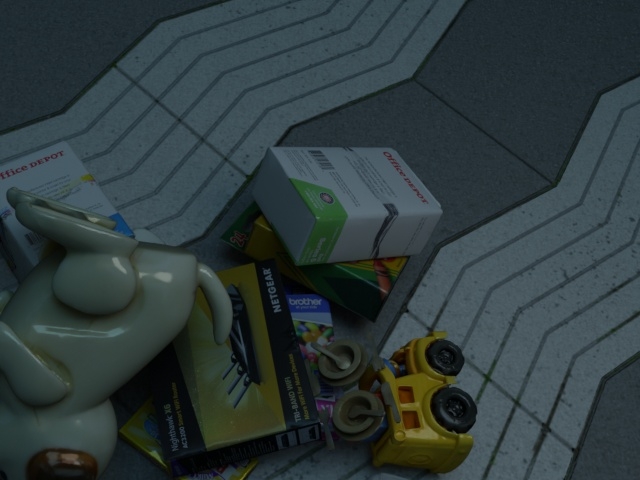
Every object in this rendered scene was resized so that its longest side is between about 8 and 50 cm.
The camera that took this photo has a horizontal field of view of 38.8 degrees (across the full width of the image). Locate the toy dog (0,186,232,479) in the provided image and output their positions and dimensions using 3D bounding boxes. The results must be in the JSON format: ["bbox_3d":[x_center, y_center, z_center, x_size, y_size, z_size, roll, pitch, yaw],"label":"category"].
[{"bbox_3d":[-0.363,0.168,1.322,0.395,0.285,0.407,21,91,-32],"label":"toy dog"}]

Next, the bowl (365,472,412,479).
[{"bbox_3d":[0.130,0.416,1.415,0.142,0.053,0.142,17,14,-3],"label":"bowl"}]

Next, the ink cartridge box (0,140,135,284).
[{"bbox_3d":[-0.451,-0.014,1.551,0.171,0.168,0.232,-27,66,-27],"label":"ink cartridge box"}]

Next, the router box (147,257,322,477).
[{"bbox_3d":[-0.152,0.198,1.465,0.243,0.081,0.308,-14,58,-6],"label":"router box"}]

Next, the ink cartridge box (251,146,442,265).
[{"bbox_3d":[0.046,-0.067,1.614,0.273,0.114,0.198,-3,43,-33],"label":"ink cartridge box"}]

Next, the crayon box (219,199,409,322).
[{"bbox_3d":[0.000,0.000,1.671,0.319,0.081,0.202,27,35,6],"label":"crayon box"}]

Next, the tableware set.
[{"bbox_3d":[0.044,0.229,1.446,0.128,0.039,0.194,-24,44,6],"label":"tableware set"}]

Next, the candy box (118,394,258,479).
[{"bbox_3d":[-0.211,0.332,1.455,0.206,0.027,0.105,34,57,11],"label":"candy box"}]

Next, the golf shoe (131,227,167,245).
[{"bbox_3d":[-0.283,0.029,1.614,0.069,0.086,0.176,-30,65,-27],"label":"golf shoe"}]

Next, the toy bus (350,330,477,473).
[{"bbox_3d":[0.128,0.264,1.501,0.212,0.149,0.220,4,53,-15],"label":"toy bus"}]

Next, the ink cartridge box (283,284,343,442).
[{"bbox_3d":[-0.066,0.196,1.567,0.186,0.065,0.311,0,54,-14],"label":"ink cartridge box"}]

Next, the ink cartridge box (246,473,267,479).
[{"bbox_3d":[-0.022,0.433,1.328,0.223,0.224,0.045,20,94,1],"label":"ink cartridge box"}]
